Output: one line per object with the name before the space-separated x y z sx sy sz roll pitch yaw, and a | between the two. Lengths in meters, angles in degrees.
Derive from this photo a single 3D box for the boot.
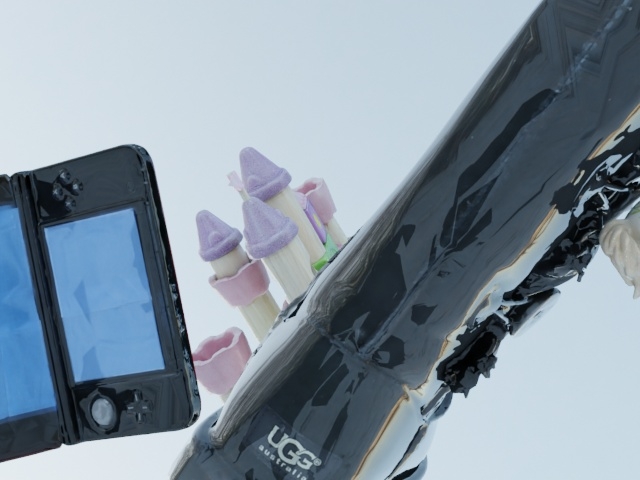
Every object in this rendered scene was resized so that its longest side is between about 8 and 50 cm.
boot | 0.114 -0.024 0.842 0.146 0.367 0.445 35 -78 3

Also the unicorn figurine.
unicorn figurine | 0.212 -0.010 0.737 0.111 0.162 0.060 44 -57 25

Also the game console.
game console | -0.140 0.034 0.646 0.124 0.085 0.144 -11 -90 33

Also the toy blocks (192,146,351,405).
toy blocks | 0.000 0.000 1.349 0.309 0.288 0.260 -27 -74 10
